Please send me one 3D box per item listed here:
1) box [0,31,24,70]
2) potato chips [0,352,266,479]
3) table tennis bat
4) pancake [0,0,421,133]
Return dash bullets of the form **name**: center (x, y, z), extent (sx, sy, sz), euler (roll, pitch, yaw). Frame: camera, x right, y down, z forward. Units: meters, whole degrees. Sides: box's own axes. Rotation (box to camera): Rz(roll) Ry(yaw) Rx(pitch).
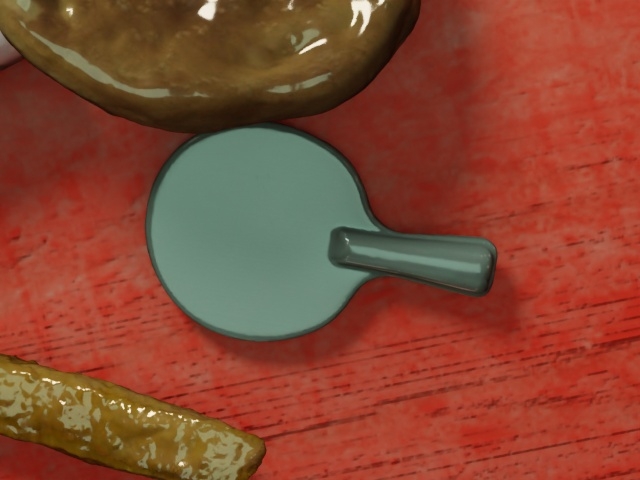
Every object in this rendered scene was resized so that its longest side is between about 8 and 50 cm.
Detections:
- **box**: center (-0.378, -0.123, 0.961), extent (0.370, 0.112, 0.190), euler (-25, 97, 5)
- **potato chips**: center (-0.236, 0.092, 1.004), extent (0.407, 0.080, 0.057), euler (19, 82, -4)
- **table tennis bat**: center (0.000, 0.000, 1.015), extent (0.237, 0.038, 0.149), euler (8, 96, 3)
- **pancake**: center (-0.063, -0.205, 0.926), extent (0.294, 0.049, 0.294), euler (3, 76, -12)
